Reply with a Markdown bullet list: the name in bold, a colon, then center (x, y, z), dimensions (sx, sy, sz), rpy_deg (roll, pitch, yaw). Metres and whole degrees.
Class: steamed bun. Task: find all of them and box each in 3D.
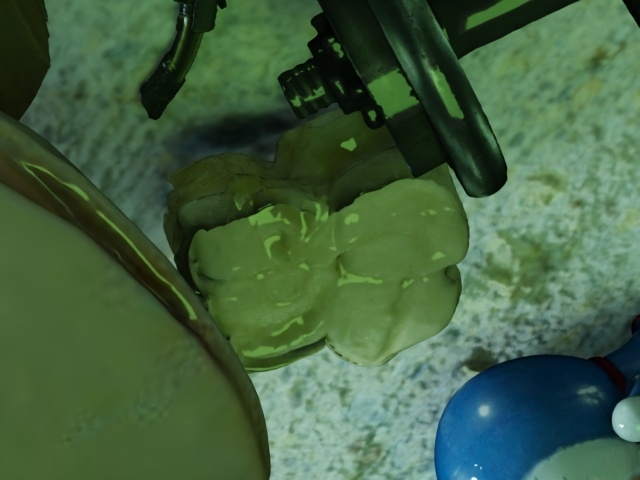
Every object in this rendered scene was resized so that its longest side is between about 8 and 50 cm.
- **steamed bun**: center (0.000, 0.000, 1.092), dimensions (0.177, 0.106, 0.192), rpy_deg (-19, 133, 1)

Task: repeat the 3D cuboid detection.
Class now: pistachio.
- **pistachio**: center (-0.228, 0.077, 0.936), dimensions (0.365, 0.281, 0.445), rpy_deg (-30, 119, 32)

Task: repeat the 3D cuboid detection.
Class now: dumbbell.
- **dumbbell**: center (0.112, -0.140, 0.947), dimensions (0.290, 0.192, 0.192), rpy_deg (-27, 134, 3)

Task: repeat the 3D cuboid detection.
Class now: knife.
- **knife**: center (-0.061, -0.157, 0.983), dimensions (0.045, 0.021, 0.222), rpy_deg (10, 125, -32)

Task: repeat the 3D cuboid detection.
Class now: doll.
- **doll**: center (0.209, 0.145, 1.269), dimensions (0.257, 0.161, 0.215), rpy_deg (-25, 160, -3)

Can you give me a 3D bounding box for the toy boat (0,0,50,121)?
- **toy boat**: center (-0.229, -0.166, 0.863), dimensions (0.121, 0.089, 0.321), rpy_deg (-18, 136, 2)
